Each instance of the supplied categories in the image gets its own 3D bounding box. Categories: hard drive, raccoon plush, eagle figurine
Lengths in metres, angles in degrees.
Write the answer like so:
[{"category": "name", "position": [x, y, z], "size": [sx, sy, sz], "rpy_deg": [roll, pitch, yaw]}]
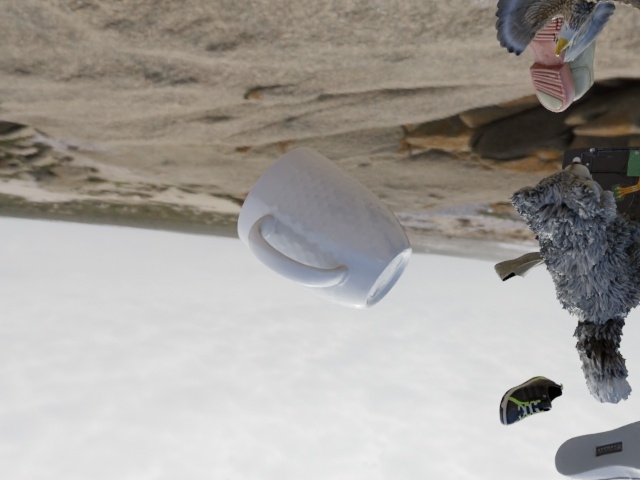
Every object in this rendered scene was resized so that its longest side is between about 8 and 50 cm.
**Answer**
[{"category": "hard drive", "position": [0.711, -0.093, 1.405], "size": [0.338, 0.237, 0.064], "rpy_deg": [4, 170, 43]}, {"category": "raccoon plush", "position": [0.519, 0.070, 1.186], "size": [0.216, 0.447, 0.299], "rpy_deg": [-25, 152, 34]}, {"category": "eagle figurine", "position": [0.514, -0.473, 1.267], "size": [0.225, 0.226, 0.298], "rpy_deg": [-35, -170, 1]}]

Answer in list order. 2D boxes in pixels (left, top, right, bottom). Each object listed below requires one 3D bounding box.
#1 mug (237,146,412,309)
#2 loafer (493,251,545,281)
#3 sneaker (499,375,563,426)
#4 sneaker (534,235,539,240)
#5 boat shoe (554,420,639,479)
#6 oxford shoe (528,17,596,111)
[{"category": "mug", "position": [0.000, 0.000, 1.353], "size": [0.328, 0.276, 0.374], "rpy_deg": [37, -152, 21]}, {"category": "loafer", "position": [0.513, 0.067, 1.575], "size": [0.148, 0.050, 0.056], "rpy_deg": [-23, 154, 38]}, {"category": "sneaker", "position": [0.591, 0.443, 1.730], "size": [0.234, 0.084, 0.097], "rpy_deg": [-25, -161, -33]}, {"category": "sneaker", "position": [0.730, -0.033, 1.808], "size": [0.223, 0.098, 0.083], "rpy_deg": [7, -159, -7]}, {"category": "boat shoe", "position": [0.678, 0.473, 1.284], "size": [0.156, 0.136, 0.367], "rpy_deg": [37, 140, -14]}, {"category": "oxford shoe", "position": [0.579, -0.519, 1.504], "size": [0.146, 0.397, 0.140], "rpy_deg": [-31, -143, -14]}]
